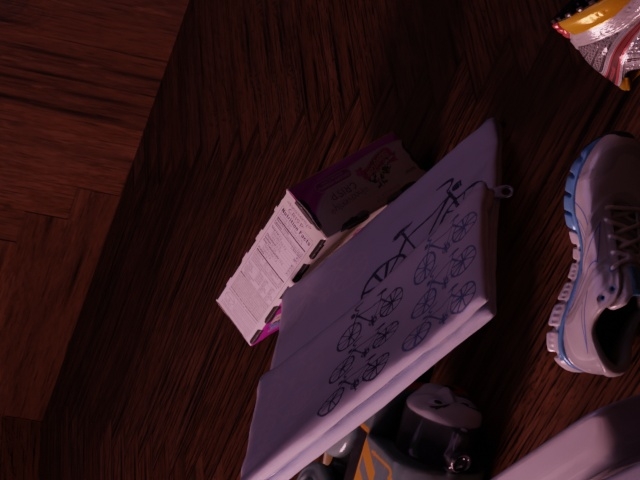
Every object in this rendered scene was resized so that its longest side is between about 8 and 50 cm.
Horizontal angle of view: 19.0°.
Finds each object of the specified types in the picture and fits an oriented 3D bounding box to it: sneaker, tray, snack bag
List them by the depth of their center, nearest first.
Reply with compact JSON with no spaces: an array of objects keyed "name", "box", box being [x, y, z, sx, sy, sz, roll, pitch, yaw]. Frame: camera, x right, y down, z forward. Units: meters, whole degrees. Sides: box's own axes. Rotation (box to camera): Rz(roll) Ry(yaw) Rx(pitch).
[{"name":"tray","box":[0.140,0.155,1.177,0.270,0.145,0.030,-43,66,45]},{"name":"sneaker","box":[0.272,-0.173,1.380,0.088,0.092,0.225,-47,15,-31]},{"name":"sneaker","box":[0.226,0.014,1.438,0.083,0.071,0.190,-155,68,-67]},{"name":"snack bag","box":[0.050,0.051,1.734,0.323,0.037,0.342,-42,19,29]}]

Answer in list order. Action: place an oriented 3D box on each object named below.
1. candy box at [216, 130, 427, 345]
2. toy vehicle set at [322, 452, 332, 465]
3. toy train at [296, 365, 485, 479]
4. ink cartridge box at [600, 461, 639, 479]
[{"name":"candy box","box":[0.000,0.000,2.016,0.071,0.159,0.233,51,143,12]},{"name":"toy vehicle set","box":[0.053,0.158,1.966,0.166,0.035,0.266,155,125,-71]},{"name":"toy train","box":[0.057,0.266,1.731,0.190,0.142,0.334,38,115,59]},{"name":"ink cartridge box","box":[0.145,0.310,1.094,0.385,0.091,0.308,136,144,-63]}]
